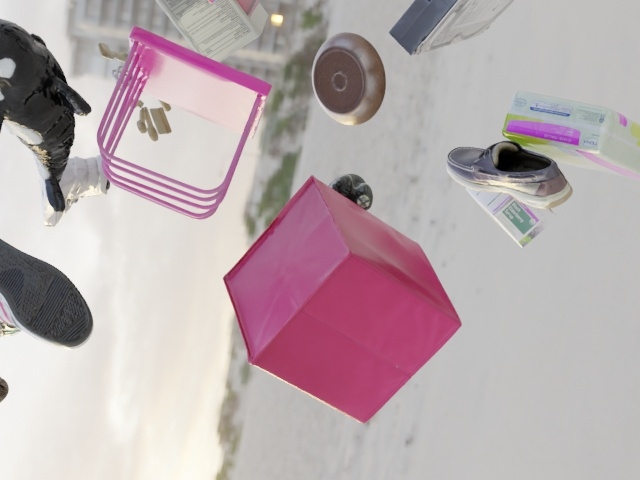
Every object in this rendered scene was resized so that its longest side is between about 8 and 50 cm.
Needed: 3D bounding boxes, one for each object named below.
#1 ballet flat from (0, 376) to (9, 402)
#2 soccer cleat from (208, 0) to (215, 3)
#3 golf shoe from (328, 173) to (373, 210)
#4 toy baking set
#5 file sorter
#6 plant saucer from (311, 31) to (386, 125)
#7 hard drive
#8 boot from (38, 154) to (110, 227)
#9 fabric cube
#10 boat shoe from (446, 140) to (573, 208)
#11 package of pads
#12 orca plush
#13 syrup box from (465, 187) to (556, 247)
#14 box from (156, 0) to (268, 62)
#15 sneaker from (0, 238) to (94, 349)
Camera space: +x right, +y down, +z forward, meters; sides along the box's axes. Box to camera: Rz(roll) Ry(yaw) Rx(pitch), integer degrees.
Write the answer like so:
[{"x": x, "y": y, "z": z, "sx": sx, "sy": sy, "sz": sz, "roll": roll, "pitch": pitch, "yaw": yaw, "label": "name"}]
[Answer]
[{"x": -0.654, "y": 0.240, "z": 2.114, "sx": 0.058, "sy": 0.250, "sz": 0.084, "roll": -43, "pitch": 46, "yaw": 27, "label": "ballet flat"}, {"x": -0.246, "y": -0.361, "z": 1.365, "sx": 0.108, "sy": 0.318, "sz": 0.116, "roll": -117, "pitch": 41, "yaw": -76, "label": "soccer cleat"}, {"x": 0.000, "y": 0.000, "z": 2.183, "sx": 0.273, "sy": 0.105, "sz": 0.120, "roll": -53, "pitch": 11, "yaw": 7, "label": "golf shoe"}, {"x": -0.376, "y": -0.321, "z": 2.523, "sx": 0.197, "sy": 0.030, "sz": 0.256, "roll": -82, "pitch": -32, "yaw": -63, "label": "toy baking set"}, {"x": -0.208, "y": -0.151, "z": 1.749, "sx": 0.290, "sy": 0.202, "sz": 0.182, "roll": 136, "pitch": 156, "yaw": -80, "label": "file sorter"}, {"x": 0.050, "y": -0.341, "z": 2.569, "sx": 0.036, "sy": 0.198, "sz": 0.199, "roll": -17, "pitch": -57, "yaw": -48, "label": "plant saucer"}, {"x": 0.267, "y": -0.423, "z": 1.993, "sx": 0.237, "sy": 0.064, "sz": 0.339, "roll": -49, "pitch": -11, "yaw": 29, "label": "hard drive"}, {"x": -0.441, "y": -0.088, "z": 2.183, "sx": 0.258, "sy": 0.123, "sz": 0.095, "roll": 139, "pitch": 123, "yaw": -71, "label": "boot"}, {"x": 0.029, "y": 0.100, "z": 2.011, "sx": 0.259, "sy": 0.258, "sz": 0.254, "roll": -48, "pitch": 33, "yaw": 17, "label": "fabric cube"}, {"x": 0.341, "y": -0.139, "z": 2.229, "sx": 0.103, "sy": 0.285, "sz": 0.092, "roll": -34, "pitch": -55, "yaw": -24, "label": "boat shoe"}, {"x": 0.513, "y": -0.199, "z": 2.352, "sx": 0.296, "sy": 0.229, "sz": 0.101, "roll": 15, "pitch": -89, "yaw": -51, "label": "package of pads"}, {"x": -0.332, "y": -0.148, "z": 1.476, "sx": 0.151, "sy": 0.102, "sz": 0.287, "roll": -58, "pitch": -26, "yaw": -45, "label": "orca plush"}, {"x": 0.375, "y": -0.077, "z": 2.402, "sx": 0.096, "sy": 0.093, "sz": 0.237, "roll": -44, "pitch": 16, "yaw": 7, "label": "syrup box"}, {"x": -0.243, "y": -0.519, "z": 2.607, "sx": 0.232, "sy": 0.148, "sz": 0.127, "roll": 52, "pitch": -157, "yaw": -22, "label": "box"}, {"x": -0.474, "y": 0.107, "z": 1.926, "sx": 0.124, "sy": 0.295, "sz": 0.178, "roll": -49, "pitch": -19, "yaw": -24, "label": "sneaker"}]
